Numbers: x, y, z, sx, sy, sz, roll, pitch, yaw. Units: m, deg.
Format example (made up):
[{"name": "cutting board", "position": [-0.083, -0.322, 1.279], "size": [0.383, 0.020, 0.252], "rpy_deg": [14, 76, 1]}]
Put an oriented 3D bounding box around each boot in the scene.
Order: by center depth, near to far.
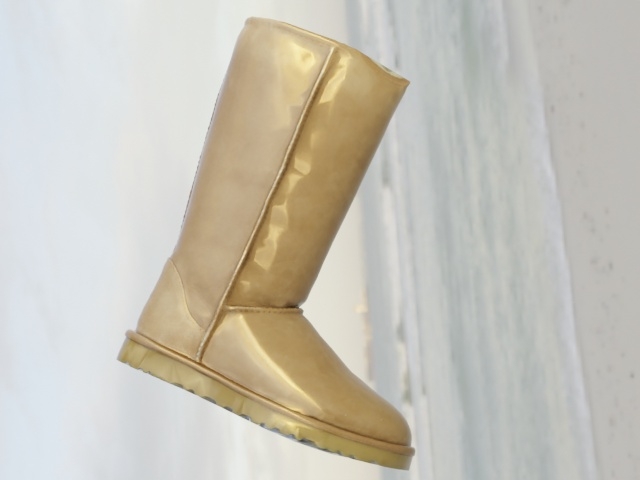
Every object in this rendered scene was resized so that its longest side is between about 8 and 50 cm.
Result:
[{"name": "boot", "position": [0.000, 0.000, 0.796], "size": [0.089, 0.236, 0.270], "rpy_deg": [57, -124, -80]}]
